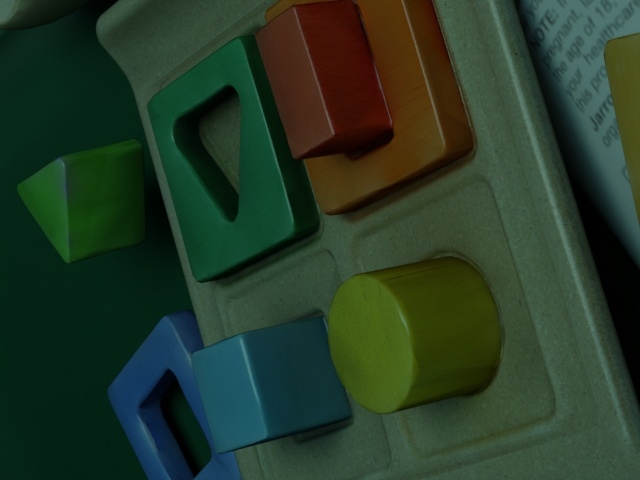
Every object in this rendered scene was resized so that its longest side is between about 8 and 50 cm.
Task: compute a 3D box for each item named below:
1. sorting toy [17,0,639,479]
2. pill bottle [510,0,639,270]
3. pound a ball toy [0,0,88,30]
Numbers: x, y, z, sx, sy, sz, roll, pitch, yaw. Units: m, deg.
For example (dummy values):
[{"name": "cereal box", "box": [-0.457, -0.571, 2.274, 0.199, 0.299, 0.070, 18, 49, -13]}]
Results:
[{"name": "sorting toy", "box": [0.000, 0.000, 0.523, 0.347, 0.047, 0.196, -27, 81, 54]}, {"name": "pill bottle", "box": [0.107, -0.074, 0.504, 0.131, 0.131, 0.229, -43, 66, 22]}, {"name": "pound a ball toy", "box": [-0.053, -0.252, 0.637, 0.319, 0.136, 0.208, -41, 92, 22]}]
